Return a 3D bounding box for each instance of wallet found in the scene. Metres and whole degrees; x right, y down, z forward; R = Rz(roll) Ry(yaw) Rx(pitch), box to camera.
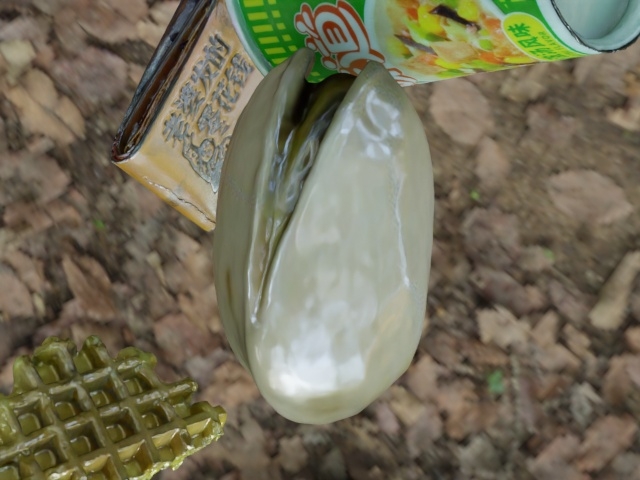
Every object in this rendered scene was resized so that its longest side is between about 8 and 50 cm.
[{"bbox_3d":[-0.104,-0.125,1.694,0.161,0.042,0.195,37,78,-47],"label":"wallet"}]

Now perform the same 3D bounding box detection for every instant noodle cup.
[{"bbox_3d":[0.087,-0.183,1.137,0.207,0.232,0.207,-5,96,-49],"label":"instant noodle cup"}]

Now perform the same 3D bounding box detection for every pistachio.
[{"bbox_3d":[0.000,0.000,1.113,0.137,0.153,0.238,8,103,16],"label":"pistachio"}]

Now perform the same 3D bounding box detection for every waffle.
[{"bbox_3d":[-0.163,0.148,1.263,0.160,0.046,0.192,34,50,-10],"label":"waffle"}]
